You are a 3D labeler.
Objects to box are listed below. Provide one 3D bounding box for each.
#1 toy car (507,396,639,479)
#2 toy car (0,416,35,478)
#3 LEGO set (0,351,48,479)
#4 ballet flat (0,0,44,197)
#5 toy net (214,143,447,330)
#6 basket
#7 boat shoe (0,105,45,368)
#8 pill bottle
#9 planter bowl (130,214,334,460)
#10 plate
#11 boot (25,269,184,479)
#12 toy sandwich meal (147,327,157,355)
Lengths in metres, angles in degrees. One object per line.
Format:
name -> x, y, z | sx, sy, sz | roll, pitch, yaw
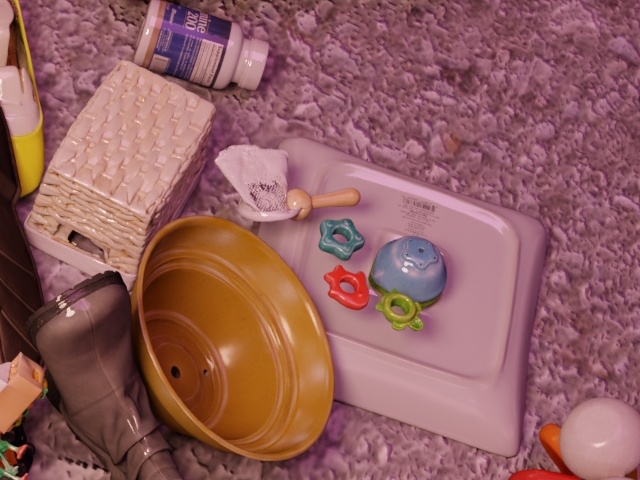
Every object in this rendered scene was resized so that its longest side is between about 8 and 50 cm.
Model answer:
toy car -> 0.223, 0.230, 1.639 | 0.136, 0.159, 0.182 | -13, 54, 12
toy car -> -0.256, 0.189, 1.523 | 0.040, 0.060, 0.122 | -7, 44, 12
LEGO set -> -0.287, 0.220, 1.435 | 0.287, 0.132, 0.107 | -43, 82, -16
ballet flat -> -0.289, -0.148, 1.746 | 0.077, 0.077, 0.231 | 1, 55, -22
toy net -> 0.000, 0.000, 1.715 | 0.232, 0.045, 0.122 | 29, 52, 4
basket -> -0.172, -0.061, 1.710 | 0.113, 0.103, 0.167 | 27, 51, 0
boat shoe -> -0.301, 0.011, 1.614 | 0.104, 0.111, 0.307 | -18, 55, 7
pill bottle -> -0.113, -0.182, 1.848 | 0.120, 0.067, 0.067 | 16, 51, -10
planter bowl -> -0.095, 0.095, 1.611 | 0.217, 0.090, 0.217 | 29, 45, -34
plate -> 0.073, 0.036, 1.773 | 0.277, 0.045, 0.278 | 18, 50, -7
boot -> -0.146, 0.131, 1.480 | 0.083, 0.246, 0.161 | -29, 71, -16
toy sandwich meal -> -0.175, 0.097, 1.641 | 0.085, 0.029, 0.085 | 13, 49, -15
